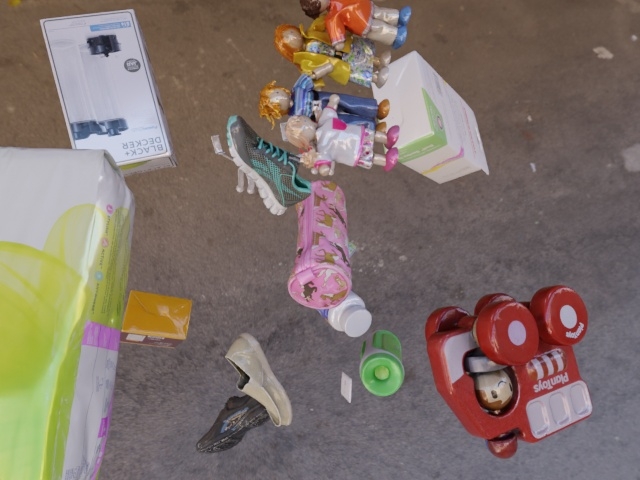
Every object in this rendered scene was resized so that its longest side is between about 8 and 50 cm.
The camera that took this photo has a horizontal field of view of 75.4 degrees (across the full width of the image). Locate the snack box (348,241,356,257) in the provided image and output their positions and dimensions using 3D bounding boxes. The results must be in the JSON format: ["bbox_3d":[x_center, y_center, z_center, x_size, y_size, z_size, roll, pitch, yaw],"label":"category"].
[{"bbox_3d":[0.053,0.052,1.550,0.100,0.037,0.141,32,62,20],"label":"snack box"}]

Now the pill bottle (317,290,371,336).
[{"bbox_3d":[0.075,0.251,1.581,0.153,0.272,0.152,-11,115,-24],"label":"pill bottle"}]

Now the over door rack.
[{"bbox_3d":[-0.135,-0.223,1.139,0.240,0.108,0.324,-17,35,-21],"label":"over door rack"}]

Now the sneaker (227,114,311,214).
[{"bbox_3d":[-0.066,-0.111,0.580,0.076,0.166,0.064,-17,46,17],"label":"sneaker"}]

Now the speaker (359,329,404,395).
[{"bbox_3d":[0.187,0.360,1.259,0.132,0.296,0.131,0,92,9],"label":"speaker"}]

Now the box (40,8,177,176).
[{"bbox_3d":[-0.397,-0.273,0.795,0.169,0.087,0.289,-13,90,-13],"label":"box"}]

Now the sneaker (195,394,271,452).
[{"bbox_3d":[-0.288,0.589,1.360,0.287,0.109,0.130,-34,54,-1],"label":"sneaker"}]

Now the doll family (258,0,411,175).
[{"bbox_3d":[0.008,-0.194,0.529,0.164,0.118,0.262,8,80,-16],"label":"doll family"}]

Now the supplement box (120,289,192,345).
[{"bbox_3d":[-0.547,0.266,1.365,0.192,0.194,0.128,15,61,-25],"label":"supplement box"}]

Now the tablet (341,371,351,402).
[{"bbox_3d":[0.060,0.347,0.981,0.006,0.083,0.054,5,83,-11],"label":"tablet"}]

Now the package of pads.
[{"bbox_3d":[-0.283,0.064,0.330,0.230,0.101,0.296,0,70,-9],"label":"package of pads"}]

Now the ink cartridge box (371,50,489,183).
[{"bbox_3d":[0.275,-0.266,0.997,0.354,0.119,0.206,11,66,-49],"label":"ink cartridge box"}]

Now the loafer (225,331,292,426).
[{"bbox_3d":[-0.164,0.370,1.069,0.092,0.102,0.268,-29,93,-30],"label":"loafer"}]

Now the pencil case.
[{"bbox_3d":[0.000,0.000,1.116,0.167,0.160,0.385,16,41,-15],"label":"pencil case"}]

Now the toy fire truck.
[{"bbox_3d":[0.332,0.222,0.711,0.303,0.169,0.253,-9,81,-25],"label":"toy fire truck"}]
